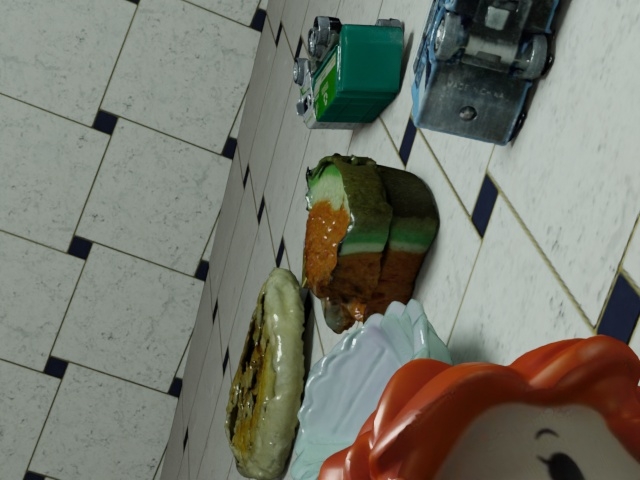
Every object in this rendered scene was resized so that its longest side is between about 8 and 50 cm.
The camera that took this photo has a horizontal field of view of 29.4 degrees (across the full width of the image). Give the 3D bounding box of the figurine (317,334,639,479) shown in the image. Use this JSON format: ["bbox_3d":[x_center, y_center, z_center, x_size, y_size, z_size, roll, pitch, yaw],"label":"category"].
[{"bbox_3d":[0.136,0.208,0.536,0.411,0.241,0.306,-162,74,-68],"label":"figurine"}]

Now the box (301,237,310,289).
[{"bbox_3d":[0.000,0.000,1.804,0.133,0.023,0.090,115,164,-49],"label":"box"}]

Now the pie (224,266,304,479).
[{"bbox_3d":[-0.085,0.203,1.877,0.339,0.077,0.339,-169,90,-78],"label":"pie"}]

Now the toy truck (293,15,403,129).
[{"bbox_3d":[0.037,-0.225,1.641,0.253,0.114,0.124,134,134,-70],"label":"toy truck"}]

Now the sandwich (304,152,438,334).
[{"bbox_3d":[0.050,0.000,1.382,0.292,0.109,0.212,151,123,-78],"label":"sandwich"}]

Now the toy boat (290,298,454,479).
[{"bbox_3d":[0.053,0.155,1.127,0.199,0.100,0.290,-55,12,-4],"label":"toy boat"}]

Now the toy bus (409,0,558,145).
[{"bbox_3d":[0.161,-0.241,1.072,0.131,0.106,0.297,-92,16,-61],"label":"toy bus"}]
